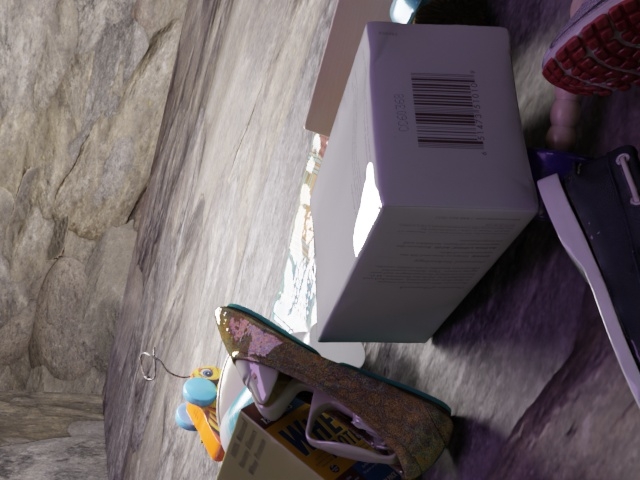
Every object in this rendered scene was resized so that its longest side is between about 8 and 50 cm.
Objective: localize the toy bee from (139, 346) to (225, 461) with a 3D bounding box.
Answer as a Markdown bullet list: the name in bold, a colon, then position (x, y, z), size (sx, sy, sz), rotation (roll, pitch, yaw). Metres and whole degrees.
- **toy bee**: position (-0.230, 0.320, 1.836), size (0.195, 0.162, 0.298), rotation (-48, 65, 43)

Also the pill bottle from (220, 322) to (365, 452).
- **pill bottle**: position (-0.037, 0.237, 1.306), size (0.264, 0.146, 0.146), rotation (-55, 34, 34)

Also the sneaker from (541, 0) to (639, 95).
- **sneaker**: position (0.280, -0.213, 0.736), size (0.225, 0.088, 0.092), rotation (-44, 32, 31)

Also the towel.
- **towel**: position (0.000, 0.000, 1.455), size (0.271, 0.040, 0.370), rotation (-144, 63, -65)

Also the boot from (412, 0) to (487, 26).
- **boot**: position (0.117, -0.170, 1.090), size (0.269, 0.089, 0.236), rotation (-63, -2, 38)

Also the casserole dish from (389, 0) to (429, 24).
- **casserole dish**: position (0.139, -0.342, 1.084), size (0.188, 0.037, 0.114), rotation (-57, -2, -15)

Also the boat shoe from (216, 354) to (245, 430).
- **boat shoe**: position (-0.100, 0.341, 1.479), size (0.112, 0.095, 0.335), rotation (-23, 61, 24)

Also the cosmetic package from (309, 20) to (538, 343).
- **cosmetic package**: position (0.090, -0.040, 0.977), size (0.385, 0.156, 0.217), rotation (109, 160, -65)

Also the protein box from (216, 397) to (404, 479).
- **protein box**: position (-0.016, 0.326, 1.139), size (0.201, 0.136, 0.199), rotation (34, 122, 25)

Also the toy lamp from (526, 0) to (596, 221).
- **toy lamp**: position (0.243, -0.153, 0.832), size (0.080, 0.080, 0.274), rotation (-157, 75, -68)

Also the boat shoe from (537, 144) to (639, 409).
- **boat shoe**: position (0.266, 0.056, 0.674), size (0.091, 0.114, 0.302), rotation (-28, 63, 18)

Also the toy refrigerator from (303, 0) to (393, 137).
- **toy refrigerator**: position (0.065, -0.282, 1.258), size (0.094, 0.102, 0.269), rotation (-60, -13, -66)

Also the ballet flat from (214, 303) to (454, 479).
- **ballet flat**: position (-0.010, 0.187, 1.066), size (0.349, 0.123, 0.123), rotation (23, 111, 22)
